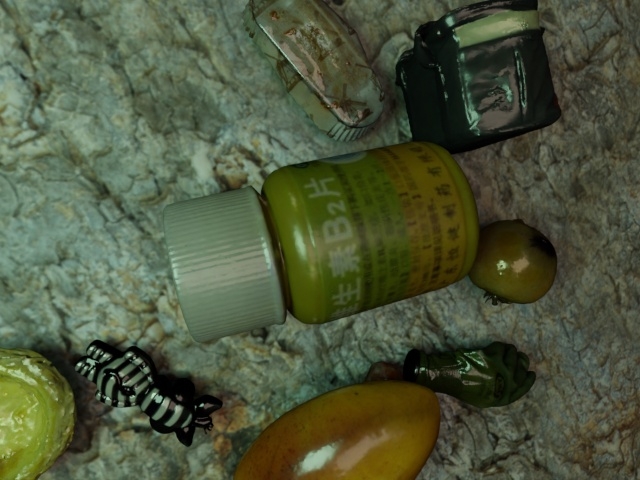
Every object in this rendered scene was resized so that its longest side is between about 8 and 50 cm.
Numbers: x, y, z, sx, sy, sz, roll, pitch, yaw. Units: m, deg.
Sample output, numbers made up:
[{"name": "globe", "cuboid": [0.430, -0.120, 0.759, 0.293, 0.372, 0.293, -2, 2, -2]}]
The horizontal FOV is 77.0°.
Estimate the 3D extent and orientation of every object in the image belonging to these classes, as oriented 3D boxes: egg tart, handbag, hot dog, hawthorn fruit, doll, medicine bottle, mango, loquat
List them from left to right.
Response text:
[{"name": "egg tart", "cuboid": [-0.438, 0.238, 0.541, 0.212, 0.090, 0.213, -2, 97, -17]}, {"name": "doll", "cuboid": [-0.255, 0.225, 0.601, 0.219, 0.067, 0.091, 36, 89, -9]}, {"name": "hot dog", "cuboid": [-0.001, -0.277, 0.620, 0.144, 0.075, 0.268, -41, 100, -13]}, {"name": "medicine bottle", "cuboid": [0.000, 0.000, 0.567, 0.383, 0.224, 0.225, -13, 98, -12]}, {"name": "mango", "cuboid": [0.030, 0.332, 0.605, 0.350, 0.199, 0.201, -37, 69, 8]}, {"name": "hawthorn fruit", "cuboid": [0.121, 0.243, 0.682, 0.066, 0.103, 0.067, 6, 80, -36]}, {"name": "handbag", "cuboid": [0.220, -0.227, 0.588, 0.181, 0.254, 0.182, -14, 96, -2]}, {"name": "loquat", "cuboid": [0.332, 0.040, 0.703, 0.163, 0.137, 0.163, -8, 106, -31]}]

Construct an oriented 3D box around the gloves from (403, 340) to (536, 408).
[{"name": "gloves", "cuboid": [0.279, 0.243, 0.728, 0.267, 0.107, 0.135, 2, 125, -17]}]
